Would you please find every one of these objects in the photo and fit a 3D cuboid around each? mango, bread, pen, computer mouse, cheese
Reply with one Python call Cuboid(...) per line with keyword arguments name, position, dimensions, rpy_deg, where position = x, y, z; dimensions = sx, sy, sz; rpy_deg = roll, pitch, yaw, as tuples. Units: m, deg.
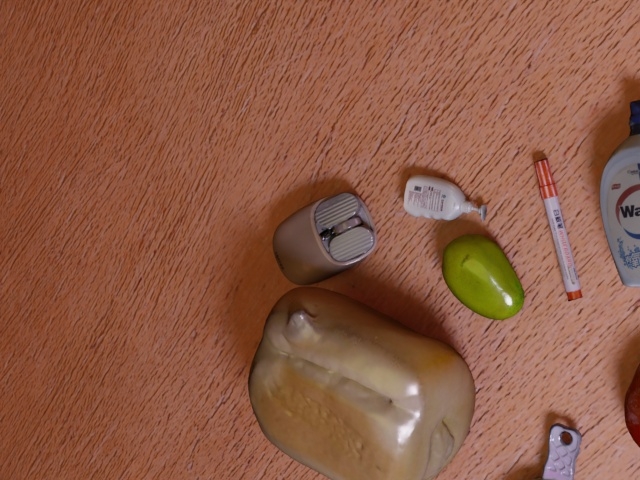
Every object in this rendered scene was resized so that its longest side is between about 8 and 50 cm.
Cuboid(name="mango", position=(0.273, 0.066, 1.648), dimensions=(0.117, 0.089, 0.163), rpy_deg=(-35, 79, 35))
Cuboid(name="bread", position=(0.081, 0.275, 1.723), dimensions=(0.376, 0.253, 0.348), rpy_deg=(22, 116, 33))
Cuboid(name="pen", position=(0.392, -0.017, 1.585), dimensions=(0.028, 0.028, 0.239), rpy_deg=(-13, 91, 37))
Cuboid(name="computer mouse", position=(0.000, 0.000, 1.838), dimensions=(0.236, 0.082, 0.145), rpy_deg=(-25, 83, 37))
Cuboid(name="cheese", position=(0.396, 0.449, 1.636), dimensions=(0.163, 0.082, 0.286), rpy_deg=(18, 108, 31))

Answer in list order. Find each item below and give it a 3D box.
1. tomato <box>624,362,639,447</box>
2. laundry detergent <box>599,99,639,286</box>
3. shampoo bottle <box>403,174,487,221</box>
Cuboid(name="tomato", position=(0.553, 0.255, 1.451), dimensions=(0.200, 0.139, 0.233), rpy_deg=(23, 112, 37))
Cuboid(name="laundry detergent", position=(0.524, -0.077, 1.433), dimensions=(0.215, 0.105, 0.280), rpy_deg=(-7, 93, 37))
Cuboid(name="shampoo bottle", position=(0.222, -0.069, 1.687), dimensions=(0.152, 0.045, 0.077), rpy_deg=(14, 105, 35))
